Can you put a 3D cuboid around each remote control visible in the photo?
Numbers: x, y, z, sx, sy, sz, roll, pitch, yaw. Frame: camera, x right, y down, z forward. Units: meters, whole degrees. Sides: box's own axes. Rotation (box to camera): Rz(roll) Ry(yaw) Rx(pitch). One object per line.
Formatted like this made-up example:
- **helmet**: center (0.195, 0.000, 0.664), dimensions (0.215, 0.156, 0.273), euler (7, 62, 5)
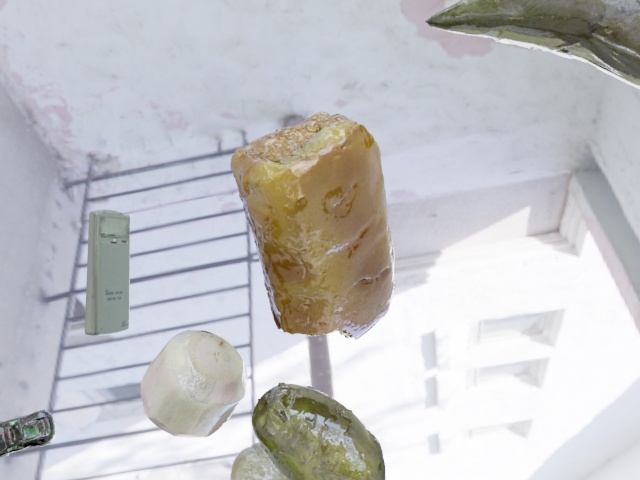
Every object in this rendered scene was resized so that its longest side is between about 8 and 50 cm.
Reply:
- **remote control**: center (-0.486, 0.072, 1.435), dimensions (0.123, 0.038, 0.286), euler (-2, 91, -69)

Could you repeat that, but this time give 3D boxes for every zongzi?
- **zongzi**: center (0.441, -0.357, 1.094), dimensions (0.356, 0.392, 0.174), euler (58, 0, 12)

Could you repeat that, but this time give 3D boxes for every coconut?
- **coconut**: center (-0.218, 0.246, 1.054), dimensions (0.170, 0.183, 0.171), euler (30, 29, -19)

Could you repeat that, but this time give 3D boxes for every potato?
- **potato**: center (0.001, 0.325, 0.988), dimensions (0.149, 0.251, 0.113), euler (-59, 170, -2)

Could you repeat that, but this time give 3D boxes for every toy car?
- **toy car**: center (-0.584, 0.374, 1.208), dimensions (0.055, 0.142, 0.069), euler (102, -27, -79)

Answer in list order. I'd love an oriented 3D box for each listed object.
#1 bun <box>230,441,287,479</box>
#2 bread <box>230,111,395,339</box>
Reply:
- **bun**: center (-0.087, 0.465, 1.233), dimensions (0.183, 0.102, 0.183), euler (34, 21, -15)
- **bread**: center (0.005, 0.002, 0.848), dimensions (0.149, 0.195, 0.344), euler (49, -20, 47)
